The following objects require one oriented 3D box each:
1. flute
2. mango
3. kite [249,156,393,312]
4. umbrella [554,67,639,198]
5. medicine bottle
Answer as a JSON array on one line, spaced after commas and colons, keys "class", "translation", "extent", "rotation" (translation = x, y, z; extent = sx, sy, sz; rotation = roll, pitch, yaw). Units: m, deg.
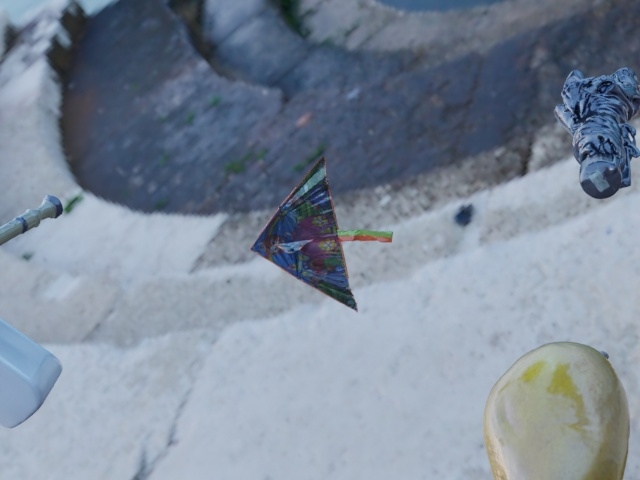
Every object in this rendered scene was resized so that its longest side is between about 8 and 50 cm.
[{"class": "flute", "translation": [-0.326, 0.016, 1.206], "extent": [0.027, 0.027, 0.233], "rotation": [-8, 20, 44]}, {"class": "mango", "translation": [0.234, 0.207, 1.342], "extent": [0.147, 0.109, 0.227], "rotation": [8, 62, 11]}, {"class": "kite", "translation": [0.000, 0.000, 1.450], "extent": [0.159, 0.190, 0.010], "rotation": [-10, 25, 9]}, {"class": "umbrella", "translation": [0.256, -0.107, 1.233], "extent": [0.080, 0.071, 0.224], "rotation": [-5, 27, 15]}, {"class": "medicine bottle", "translation": [-0.367, 0.114, 1.382], "extent": [0.119, 0.183, 0.069], "rotation": [-35, 24, 48]}]
